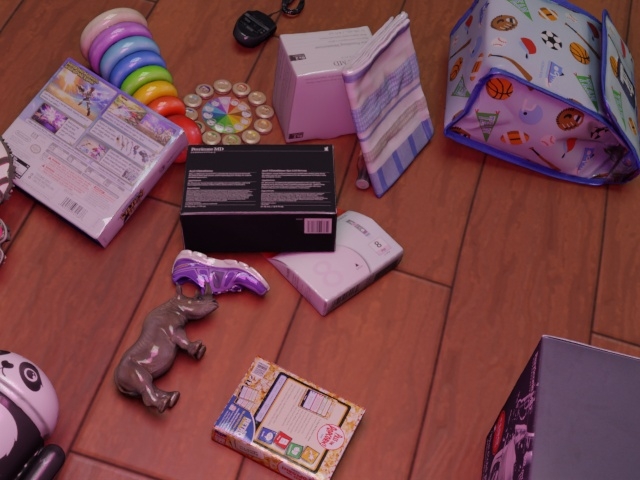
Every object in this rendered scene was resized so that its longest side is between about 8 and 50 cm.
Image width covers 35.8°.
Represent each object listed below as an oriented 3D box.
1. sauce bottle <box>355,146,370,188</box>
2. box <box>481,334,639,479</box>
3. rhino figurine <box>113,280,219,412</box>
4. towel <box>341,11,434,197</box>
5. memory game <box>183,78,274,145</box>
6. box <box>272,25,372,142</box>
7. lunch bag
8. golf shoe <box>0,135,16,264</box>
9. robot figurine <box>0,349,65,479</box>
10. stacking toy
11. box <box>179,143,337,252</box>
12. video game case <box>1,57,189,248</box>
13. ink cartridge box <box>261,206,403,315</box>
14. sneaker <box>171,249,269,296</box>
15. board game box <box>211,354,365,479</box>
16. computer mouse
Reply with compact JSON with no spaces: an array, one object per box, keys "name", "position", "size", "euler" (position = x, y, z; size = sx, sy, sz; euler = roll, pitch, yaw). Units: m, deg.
[{"name":"sauce bottle","position":[0.091,-0.152,1.881],"size":[0.042,0.042,0.128],"euler":[14,54,2]},{"name":"box","position":[0.330,0.364,1.355],"size":[0.178,0.313,0.343],"euler":[14,52,2]},{"name":"rhino figurine","position":[-0.236,0.155,1.565],"size":[0.106,0.073,0.243],"euler":[23,57,8]},{"name":"towel","position":[0.129,-0.248,1.818],"size":[0.034,0.285,0.209],"euler":[14,48,34]},{"name":"memory game","position":[-0.180,-0.247,1.925],"size":[0.186,0.012,0.186],"euler":[4,52,-6]},{"name":"box","position":[0.013,-0.296,1.888],"size":[0.180,0.182,0.119],"euler":[-10,55,-17]},{"name":"lunch bag","position":[0.462,-0.308,1.950],"size":[0.385,0.239,0.328],"euler":[22,50,-13]},{"name":"golf shoe","position":[-0.573,-0.078,1.621],"size":[0.105,0.120,0.273],"euler":[-22,61,26]},{"name":"robot figurine","position":[-0.486,0.279,1.368],"size":[0.209,0.173,0.278],"euler":[54,51,-24]},{"name":"stacking toy","position":[-0.325,-0.277,1.866],"size":[0.141,0.141,0.330],"euler":[-22,67,-24]},{"name":"box","position":[-0.104,-0.075,1.722],"size":[0.261,0.103,0.184],"euler":[0,47,-1]},{"name":"video game case","position":[-0.410,-0.156,1.739],"size":[0.269,0.061,0.244],"euler":[33,76,15]},{"name":"ink cartridge box","position":[0.000,0.000,1.742],"size":[0.189,0.066,0.232],"euler":[-33,69,-29]},{"name":"sneaker","position":[-0.168,0.071,1.665],"size":[0.169,0.068,0.071],"euler":[12,67,10]},{"name":"board game box","position":[-0.048,0.282,1.523],"size":[0.193,0.045,0.147],"euler":[26,53,10]},{"name":"computer mouse","position":[-0.106,-0.470,2.098],"size":[0.071,0.041,0.242],"euler":[38,49,8]}]
